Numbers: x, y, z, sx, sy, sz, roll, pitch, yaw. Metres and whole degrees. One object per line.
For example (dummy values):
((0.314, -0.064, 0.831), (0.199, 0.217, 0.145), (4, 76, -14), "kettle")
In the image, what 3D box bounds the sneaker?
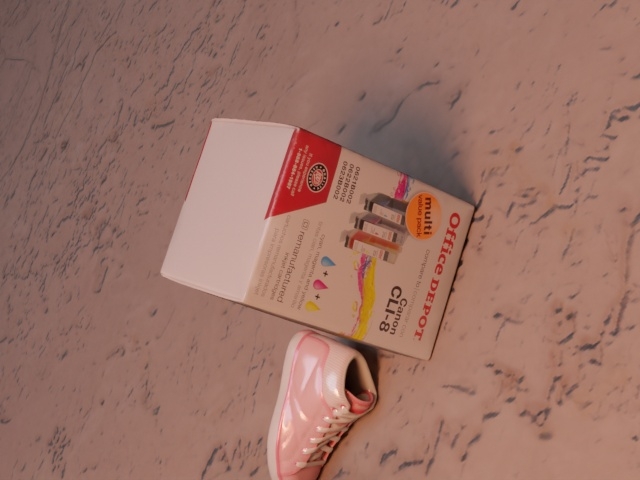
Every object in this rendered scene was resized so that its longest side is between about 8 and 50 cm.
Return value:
((0.003, 0.140, 0.928), (0.070, 0.051, 0.134), (11, 95, 37), "sneaker")

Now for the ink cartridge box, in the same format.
((0.000, 0.000, 0.895), (0.127, 0.176, 0.128), (12, 83, 54), "ink cartridge box")
